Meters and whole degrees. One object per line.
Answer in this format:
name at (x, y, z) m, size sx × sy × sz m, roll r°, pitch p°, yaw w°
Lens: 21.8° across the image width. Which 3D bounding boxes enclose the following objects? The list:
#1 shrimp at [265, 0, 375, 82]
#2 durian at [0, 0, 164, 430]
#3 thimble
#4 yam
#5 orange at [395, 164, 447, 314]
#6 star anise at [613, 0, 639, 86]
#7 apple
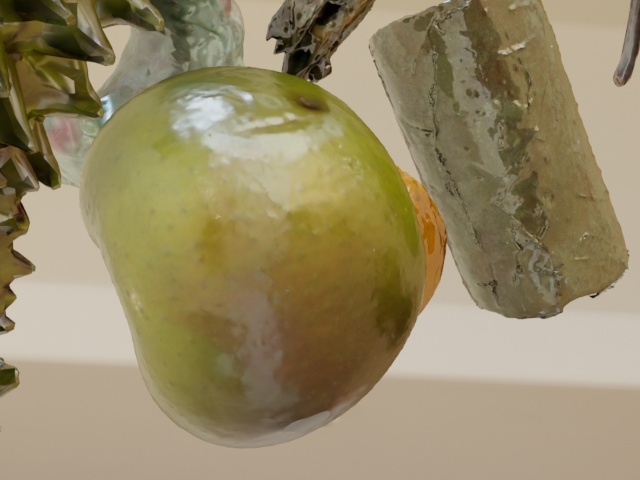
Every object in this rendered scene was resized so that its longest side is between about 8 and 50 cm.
shrimp at (-0.027, -0.175, 0.856) m, size 0.262 × 0.198 × 0.051 m, roll -61°, pitch 39°, yaw 36°
durian at (-0.102, -0.098, 0.377) m, size 0.106 × 0.132 × 0.375 m, roll -41°, pitch -49°, yaw -60°
thimble at (-0.166, -0.138, 1.232) m, size 0.149 × 0.185 × 0.211 m, roll 26°, pitch 108°, yaw 50°
yam at (0.161, -0.089, 1.504) m, size 0.168 × 0.168 × 0.304 m, roll -107°, pitch -5°, yaw -73°
orange at (0.002, -0.002, 1.199) m, size 0.155 × 0.177 × 0.177 m, roll -62°, pitch 1°, yaw -11°
star anise at (0.247, -0.250, 1.141) m, size 0.227 × 0.218 × 0.148 m, roll 54°, pitch 175°, yaw -32°
apple at (-0.035, 0.004, 0.854) m, size 0.196 × 0.157 × 0.196 m, roll 159°, pitch 90°, yaw -78°
